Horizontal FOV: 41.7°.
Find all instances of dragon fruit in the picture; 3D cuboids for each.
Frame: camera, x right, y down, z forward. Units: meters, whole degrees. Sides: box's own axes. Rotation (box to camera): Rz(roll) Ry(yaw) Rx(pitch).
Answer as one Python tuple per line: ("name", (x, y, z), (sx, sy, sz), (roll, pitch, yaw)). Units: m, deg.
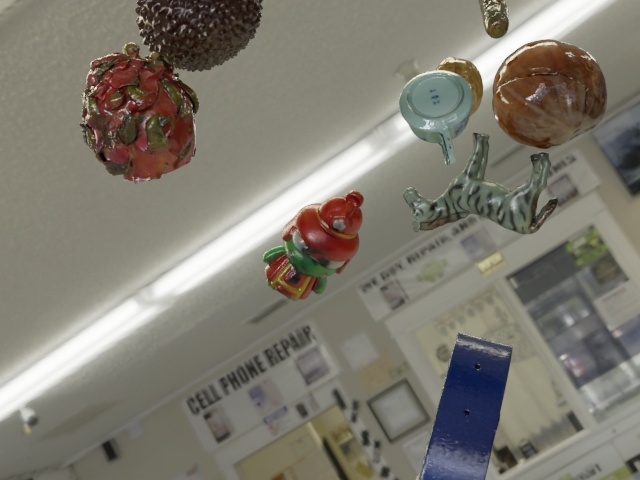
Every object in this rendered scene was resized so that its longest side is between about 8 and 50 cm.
("dragon fruit", (-0.402, -0.293, 1.885), (0.250, 0.290, 0.269), (-5, 21, 33))

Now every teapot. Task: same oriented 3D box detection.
("teapot", (0.258, -0.272, 1.833), (0.159, 0.231, 0.159), (-9, -29, -5))

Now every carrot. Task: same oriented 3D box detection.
("carrot", (0.431, -0.604, 2.129), (0.070, 0.070, 0.342), (-38, 27, 27))

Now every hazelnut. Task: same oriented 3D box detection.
("hazelnut", (0.350, -0.218, 1.313), (0.182, 0.182, 0.182), (-29, -13, -8))

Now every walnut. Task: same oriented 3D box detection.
("walnut", (0.385, -0.423, 2.360), (0.144, 0.180, 0.144), (4, 10, -1))

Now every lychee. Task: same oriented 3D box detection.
("lychee", (-0.293, -0.566, 2.073), (0.306, 0.306, 0.330), (-21, -20, -38))

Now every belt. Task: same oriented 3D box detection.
("belt", (0.258, 0.338, 1.527), (0.212, 0.117, 0.346), (88, -161, -58))

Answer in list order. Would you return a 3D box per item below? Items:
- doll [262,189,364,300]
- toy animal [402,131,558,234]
("doll", (0.000, 0.001, 2.058), (0.363, 0.183, 0.160), (-49, 9, 40))
("toy animal", (0.269, -0.097, 1.413), (0.255, 0.169, 0.090), (4, 10, 35))
